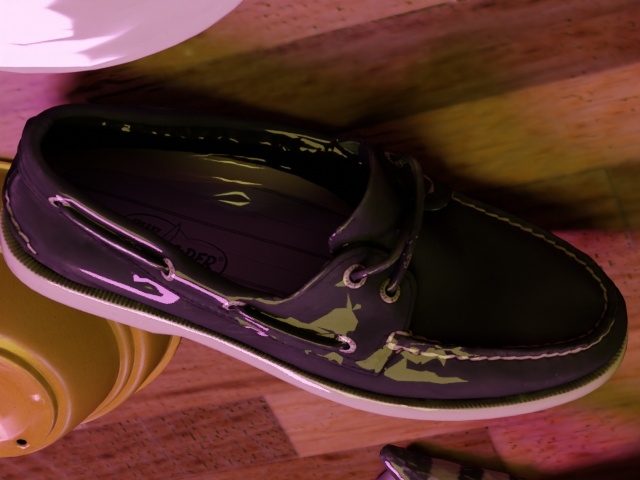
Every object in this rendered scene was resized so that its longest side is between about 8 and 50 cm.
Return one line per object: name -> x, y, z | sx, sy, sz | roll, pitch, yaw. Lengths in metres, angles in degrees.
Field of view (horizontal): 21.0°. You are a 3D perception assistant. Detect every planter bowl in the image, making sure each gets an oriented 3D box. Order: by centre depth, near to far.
planter bowl -> -0.193, 0.062, 1.002 | 0.217, 0.090, 0.217 | 4, 134, 4

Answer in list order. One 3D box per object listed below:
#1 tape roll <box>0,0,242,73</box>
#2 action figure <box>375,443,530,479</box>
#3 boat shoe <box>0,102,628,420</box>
tape roll -> -0.132, -0.209, 0.725 | 0.286, 0.100, 0.286 | 4, 134, 4
action figure -> 0.192, 0.220, 0.982 | 0.330, 0.341, 0.179 | 3, 107, 1
boat shoe -> 0.000, -0.003, 0.888 | 0.340, 0.127, 0.113 | 17, 146, 4
